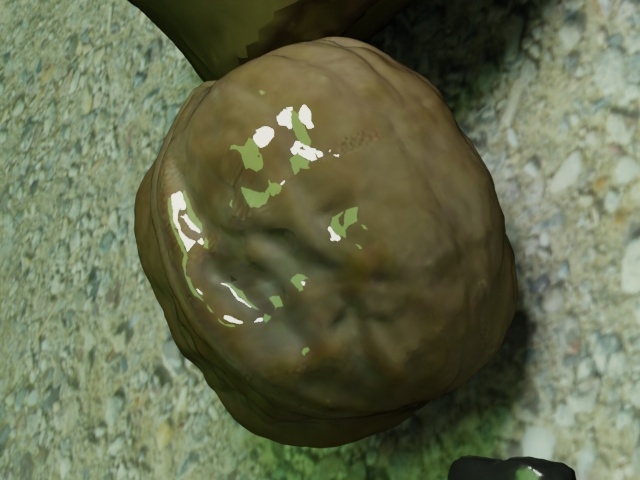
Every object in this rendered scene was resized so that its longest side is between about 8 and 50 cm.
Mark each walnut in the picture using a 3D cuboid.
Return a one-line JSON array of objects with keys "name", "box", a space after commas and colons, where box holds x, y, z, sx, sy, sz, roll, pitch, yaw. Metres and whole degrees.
[{"name": "walnut", "box": [0.001, -0.001, 1.003, 0.227, 0.273, 0.273, -31, 37, -13]}]

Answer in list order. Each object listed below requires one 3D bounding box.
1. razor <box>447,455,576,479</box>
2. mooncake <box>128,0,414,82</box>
[{"name": "razor", "box": [0.110, 0.206, 0.919, 0.090, 0.054, 0.148, -8, 65, 47]}, {"name": "mooncake", "box": [0.014, -0.292, 1.129, 0.393, 0.246, 0.394, -52, 10, -28]}]
